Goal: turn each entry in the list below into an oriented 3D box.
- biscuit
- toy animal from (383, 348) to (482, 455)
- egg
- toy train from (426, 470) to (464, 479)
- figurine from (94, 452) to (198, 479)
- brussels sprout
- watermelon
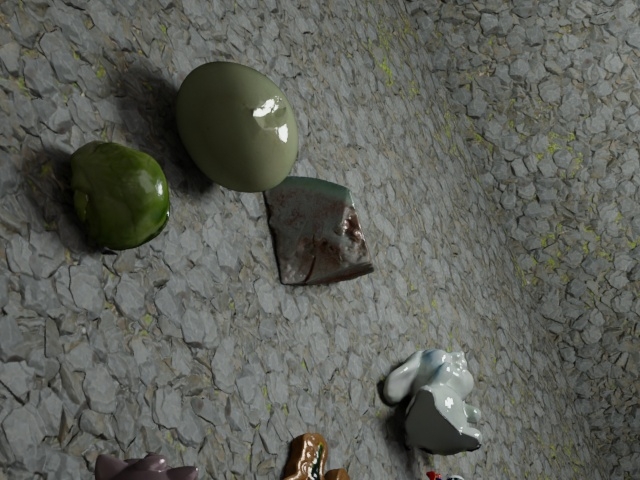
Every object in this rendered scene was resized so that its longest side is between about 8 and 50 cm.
[{"bbox_3d":[-0.020,0.508,1.669,0.202,0.047,0.334,60,30,-18],"label":"biscuit"},{"bbox_3d":[0.277,0.387,2.154,0.249,0.174,0.289,58,29,3],"label":"toy animal"},{"bbox_3d":[-0.157,-0.217,1.727,0.269,0.219,0.219,56,30,-24],"label":"egg"},{"bbox_3d":[0.285,0.622,2.043,0.083,0.131,0.204,53,32,-27],"label":"toy train"},{"bbox_3d":[-0.260,0.429,1.224,0.176,0.186,0.287,2,87,-17],"label":"figurine"},{"bbox_3d":[-0.316,-0.078,1.447,0.131,0.145,0.183,-94,167,-86],"label":"brussels sprout"},{"bbox_3d":[0.000,0.000,1.977,0.232,0.193,0.310,-98,169,-63],"label":"watermelon"}]
